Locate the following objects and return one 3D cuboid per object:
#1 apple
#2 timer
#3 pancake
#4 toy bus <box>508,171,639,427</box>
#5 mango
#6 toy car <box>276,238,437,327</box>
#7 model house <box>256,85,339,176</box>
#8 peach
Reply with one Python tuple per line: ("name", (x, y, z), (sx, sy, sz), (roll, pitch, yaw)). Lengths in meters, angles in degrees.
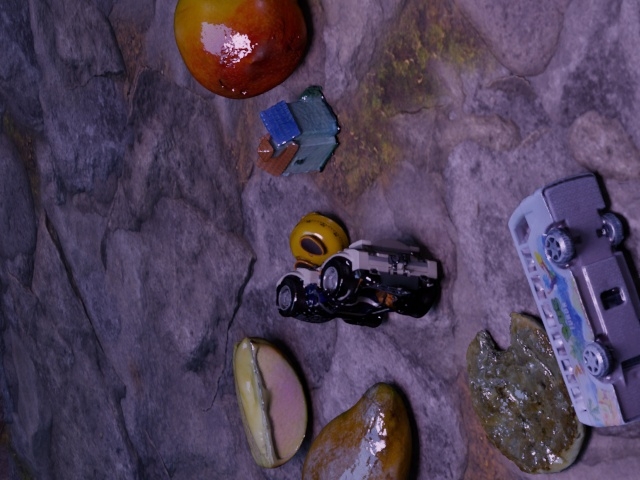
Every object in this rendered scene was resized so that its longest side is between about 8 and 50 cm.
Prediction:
("apple", (-0.104, 0.307, 2.325), (0.193, 0.120, 0.265), (177, 82, -68))
("timer", (0.000, 0.000, 2.091), (0.107, 0.109, 0.107), (16, 131, 20))
("pancake", (0.308, 0.232, 1.778), (0.253, 0.037, 0.254), (28, 126, 47))
("toy bus", (0.358, 0.082, 1.593), (0.136, 0.109, 0.330), (-31, 77, 66))
("mango", (0.073, 0.389, 2.091), (0.193, 0.146, 0.316), (46, 123, 33))
("toy car", (0.046, 0.075, 1.951), (0.301, 0.193, 0.118), (-20, 67, 58))
("model house", (-0.065, -0.176, 2.041), (0.119, 0.148, 0.148), (62, 142, 19))
("peach", (-0.136, -0.357, 2.022), (0.231, 0.231, 0.231), (26, 124, 48))
